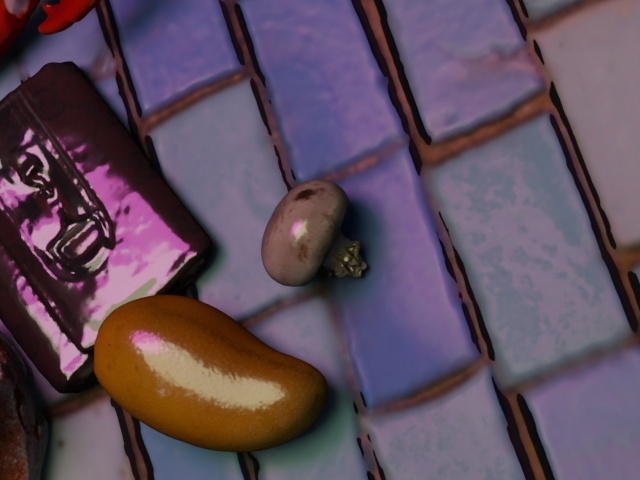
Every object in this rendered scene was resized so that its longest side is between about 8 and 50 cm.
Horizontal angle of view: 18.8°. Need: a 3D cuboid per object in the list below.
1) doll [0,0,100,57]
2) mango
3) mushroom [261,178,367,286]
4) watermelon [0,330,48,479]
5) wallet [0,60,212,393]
[{"bbox_3d":[-0.203,-0.269,1.522,0.384,0.099,0.188,-34,73,29],"label":"doll"},{"bbox_3d":[-0.082,0.102,1.430,0.184,0.085,0.102,20,87,16],"label":"mango"},{"bbox_3d":[0.000,0.000,1.424,0.079,0.085,0.085,27,91,-8],"label":"mushroom"},{"bbox_3d":[-0.249,0.132,1.480,0.071,0.139,0.187,-15,82,-6],"label":"watermelon"},{"bbox_3d":[-0.205,-0.012,1.529,0.182,0.049,0.229,-44,67,7],"label":"wallet"}]
